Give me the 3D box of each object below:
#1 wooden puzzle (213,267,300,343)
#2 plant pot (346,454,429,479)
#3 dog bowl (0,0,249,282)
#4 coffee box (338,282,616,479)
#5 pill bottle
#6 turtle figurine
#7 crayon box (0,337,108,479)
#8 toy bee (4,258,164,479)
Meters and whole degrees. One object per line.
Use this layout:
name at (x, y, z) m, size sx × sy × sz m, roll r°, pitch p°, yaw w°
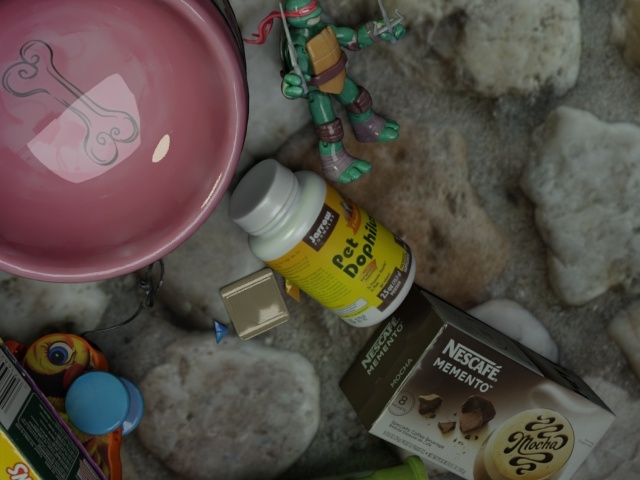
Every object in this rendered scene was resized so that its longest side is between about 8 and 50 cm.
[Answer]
wooden puzzle at (-0.076, 0.075, 1.638) m, size 0.116 × 0.014 × 0.078 m, roll -18°, pitch 112°, yaw -11°
plant pot at (0.000, 0.404, 1.685) m, size 0.254 × 0.276 × 0.276 m, roll -1°, pitch 113°, yaw -5°
dog bowl at (-0.256, -0.136, 1.409) m, size 0.408 × 0.150 × 0.408 m, roll -7°, pitch 114°, yaw -16°
coffee box at (0.196, 0.200, 1.722) m, size 0.297 × 0.119 × 0.168 m, roll 30°, pitch 101°, yaw -27°
pill bottle at (0.000, 0.000, 1.571) m, size 0.215 × 0.117 × 0.117 m, roll 37°, pitch 97°, yaw -28°
turtle figurine at (0.013, -0.188, 1.494) m, size 0.175 × 0.118 × 0.234 m, roll -38°, pitch 129°, yaw -23°
crayon box at (-0.390, 0.287, 1.427) m, size 0.313 × 0.106 × 0.363 m, roll -27°, pitch 108°, yaw 18°
toy bee at (-0.278, 0.171, 1.548) m, size 0.162 × 0.298 × 0.195 m, roll 7°, pitch 150°, yaw 7°
